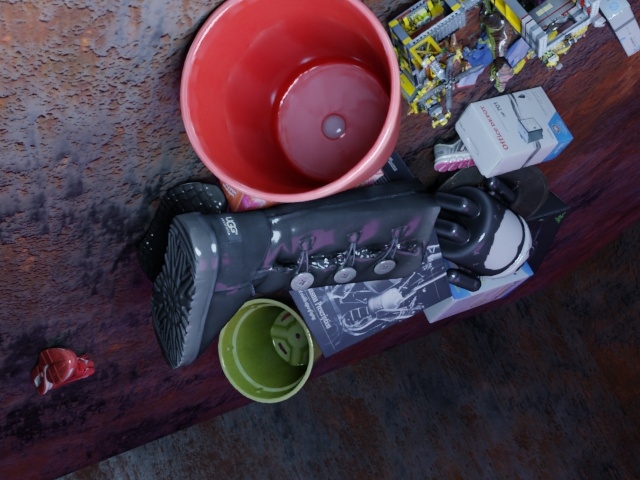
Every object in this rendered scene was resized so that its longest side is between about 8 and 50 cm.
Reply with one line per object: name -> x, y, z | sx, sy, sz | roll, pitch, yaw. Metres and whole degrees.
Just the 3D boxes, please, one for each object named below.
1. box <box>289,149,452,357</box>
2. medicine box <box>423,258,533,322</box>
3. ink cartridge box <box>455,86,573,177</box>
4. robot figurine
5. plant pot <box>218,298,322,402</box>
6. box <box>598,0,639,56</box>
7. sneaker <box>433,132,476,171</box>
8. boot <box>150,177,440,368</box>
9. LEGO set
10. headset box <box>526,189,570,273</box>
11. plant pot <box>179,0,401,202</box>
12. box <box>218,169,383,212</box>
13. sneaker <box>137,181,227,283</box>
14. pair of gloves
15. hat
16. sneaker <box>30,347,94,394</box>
box -> 0.073, 0.027, 1.511 | 0.312, 0.179, 0.343 | -27, 137, -2
medicine box -> 0.372, 0.043, 1.970 | 0.289, 0.263, 0.149 | -15, 158, -30
ink cartridge box -> 0.396, -0.223, 1.506 | 0.190, 0.140, 0.082 | -17, 160, -26
robot figurine -> 0.350, -0.016, 1.618 | 0.209, 0.174, 0.278 | -40, 137, 25
plant pot -> -0.104, 0.286, 2.049 | 0.276, 0.276, 0.254 | -33, 170, 18
box -> 0.452, -0.384, 1.161 | 0.038, 0.145, 0.186 | -33, 160, 26
sneaker -> 0.315, -0.198, 1.557 | 0.170, 0.075, 0.063 | -11, 163, -8
boot -> -0.046, 0.058, 1.270 | 0.445, 0.146, 0.367 | -13, 152, -30
LEGO set -> 0.261, -0.276, 1.082 | 0.331, 0.192, 0.255 | -31, 159, -4
headset box -> 0.565, -0.019, 2.158 | 0.246, 0.131, 0.283 | -14, 137, -31
plant pot -> -0.009, -0.174, 0.974 | 0.275, 0.275, 0.243 | -31, 170, 13
box -> -0.036, -0.122, 1.243 | 0.256, 0.123, 0.128 | -6, 153, -44
sneaker -> -0.223, -0.031, 1.313 | 0.124, 0.107, 0.283 | -26, 170, -43
pair of gloves -> 0.321, -0.337, 1.302 | 0.198, 0.023, 0.159 | -18, 157, -25
hat -> 0.368, -0.119, 1.751 | 0.331, 0.134, 0.331 | -13, 142, -11
sneaker -> -0.572, 0.278, 1.683 | 0.128, 0.087, 0.221 | -20, 174, -43
